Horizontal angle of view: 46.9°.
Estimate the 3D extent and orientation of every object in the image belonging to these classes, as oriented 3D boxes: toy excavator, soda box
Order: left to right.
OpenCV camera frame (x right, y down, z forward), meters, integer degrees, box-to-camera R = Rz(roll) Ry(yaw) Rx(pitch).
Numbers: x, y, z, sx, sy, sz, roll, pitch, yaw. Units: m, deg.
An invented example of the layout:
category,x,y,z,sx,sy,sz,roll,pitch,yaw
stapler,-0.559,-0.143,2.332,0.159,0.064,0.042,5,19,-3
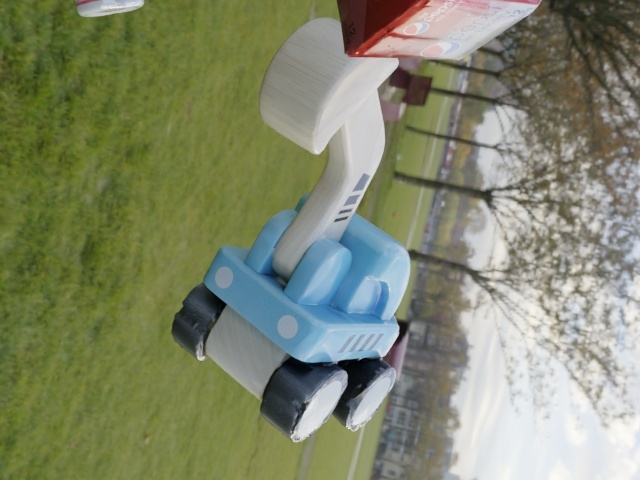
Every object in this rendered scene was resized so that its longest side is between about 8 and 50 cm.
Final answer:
category,x,y,z,sx,sy,sz,roll,pitch,yaw
toy excavator,0.000,0.000,0.896,0.433,0.222,0.445,13,108,-60
soda box,0.048,-0.245,0.436,0.083,0.092,0.263,-22,-103,58

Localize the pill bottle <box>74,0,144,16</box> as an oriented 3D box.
category,x,y,z,sx,sy,sz,roll,pitch,yaw
pill bottle,-0.285,-0.373,0.940,0.087,0.087,0.160,-56,137,-69
